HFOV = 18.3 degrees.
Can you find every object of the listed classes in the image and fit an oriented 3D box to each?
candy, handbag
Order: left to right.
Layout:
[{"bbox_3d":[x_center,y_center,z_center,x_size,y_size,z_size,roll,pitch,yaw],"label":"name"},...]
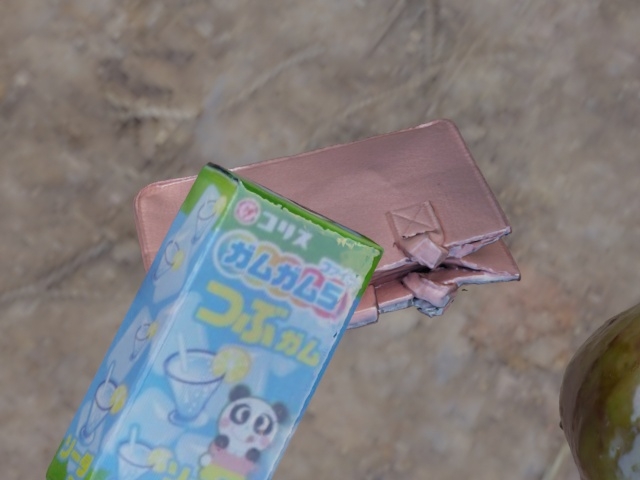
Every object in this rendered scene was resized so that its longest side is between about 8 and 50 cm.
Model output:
[{"bbox_3d":[-0.057,0.066,1.044,0.097,0.194,0.062,26,-179,-24],"label":"candy"},{"bbox_3d":[0.000,0.000,1.199,0.212,0.157,0.059,-14,121,-4],"label":"handbag"}]

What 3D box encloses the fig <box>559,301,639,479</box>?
[{"bbox_3d":[0.299,0.086,1.125,0.321,0.217,0.217,-32,107,18],"label":"fig"}]
